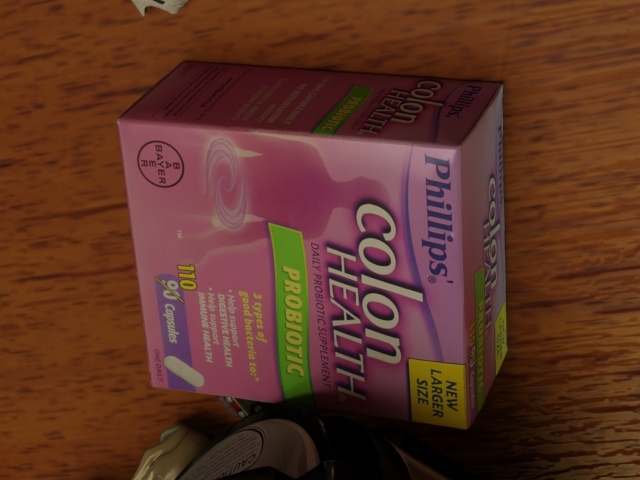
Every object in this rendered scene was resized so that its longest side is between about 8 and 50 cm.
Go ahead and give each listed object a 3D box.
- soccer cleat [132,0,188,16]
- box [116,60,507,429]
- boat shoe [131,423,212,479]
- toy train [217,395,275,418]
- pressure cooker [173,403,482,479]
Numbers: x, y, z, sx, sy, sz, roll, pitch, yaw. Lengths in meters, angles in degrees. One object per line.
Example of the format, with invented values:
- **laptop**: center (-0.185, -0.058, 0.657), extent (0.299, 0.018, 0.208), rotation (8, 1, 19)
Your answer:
- **soccer cleat**: center (-0.098, -0.177, 1.182), extent (0.083, 0.029, 0.035), rotation (-6, 123, 27)
- **box**: center (0.000, 0.000, 1.182), extent (0.243, 0.117, 0.213), rotation (6, 118, 18)
- **boat shoe**: center (-0.179, 0.254, 1.397), extent (0.302, 0.113, 0.103), rotation (-37, 98, 21)
- **toy train**: center (-0.061, 0.122, 1.325), extent (0.036, 0.027, 0.158), rotation (-31, 103, 42)
- **pressure cooker**: center (0.006, 0.316, 1.148), extent (0.420, 0.375, 0.370), rotation (32, 89, -19)
